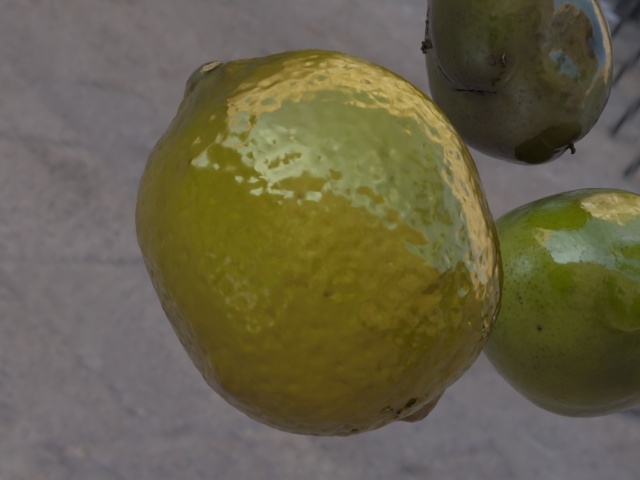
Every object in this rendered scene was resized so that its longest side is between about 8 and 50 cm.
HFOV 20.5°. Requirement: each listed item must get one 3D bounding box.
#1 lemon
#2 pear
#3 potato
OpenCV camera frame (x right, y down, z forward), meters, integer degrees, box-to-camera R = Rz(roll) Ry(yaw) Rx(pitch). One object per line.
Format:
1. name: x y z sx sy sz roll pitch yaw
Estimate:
1. lemon: 0.001 0.002 1.517 0.336 0.336 0.336 28 20 -11
2. pear: 0.306 0.069 2.064 0.294 0.294 0.294 28 20 -11
3. potato: 0.216 -0.249 2.006 0.218 0.202 0.351 24 -41 59
